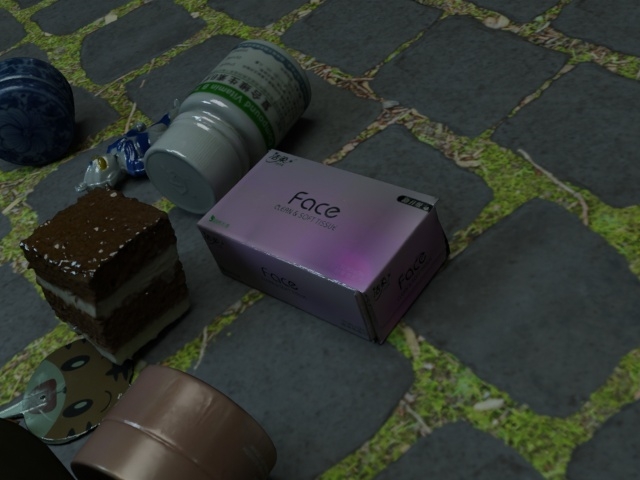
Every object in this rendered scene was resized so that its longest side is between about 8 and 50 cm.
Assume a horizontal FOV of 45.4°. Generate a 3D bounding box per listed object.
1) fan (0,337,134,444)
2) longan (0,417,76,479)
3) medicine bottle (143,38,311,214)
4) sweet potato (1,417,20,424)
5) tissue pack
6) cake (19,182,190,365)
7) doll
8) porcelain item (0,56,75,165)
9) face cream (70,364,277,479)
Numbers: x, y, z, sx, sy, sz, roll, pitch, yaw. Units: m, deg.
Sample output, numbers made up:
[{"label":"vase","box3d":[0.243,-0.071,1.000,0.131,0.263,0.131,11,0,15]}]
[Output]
[{"label":"fan","box3d":[-0.310,0.177,0.859,0.227,0.008,0.152,-21,42,-3]},{"label":"longan","box3d":[-0.327,0.276,0.480,0.436,0.404,0.404,16,53,35]},{"label":"medicine bottle","box3d":[-0.124,-0.154,1.035,0.139,0.139,0.237,14,52,31]},{"label":"sweet potato","box3d":[-0.408,0.240,0.797,0.206,0.060,0.068,-33,12,1]},{"label":"tissue pack","box3d":[0.000,0.000,0.864,0.246,0.092,0.148,21,57,34]},{"label":"cake","box3d":[-0.234,0.038,0.866,0.135,0.147,0.134,21,52,37]},{"label":"doll","box3d":[-0.263,-0.135,1.128,0.114,0.057,0.227,26,57,33]},{"label":"porcelain item","box3d":[-0.459,-0.198,1.196,0.147,0.147,0.114,-22,45,-2]},{"label":"face cream","box3d":[-0.126,0.195,0.669,0.149,0.149,0.104,13,51,31]}]
